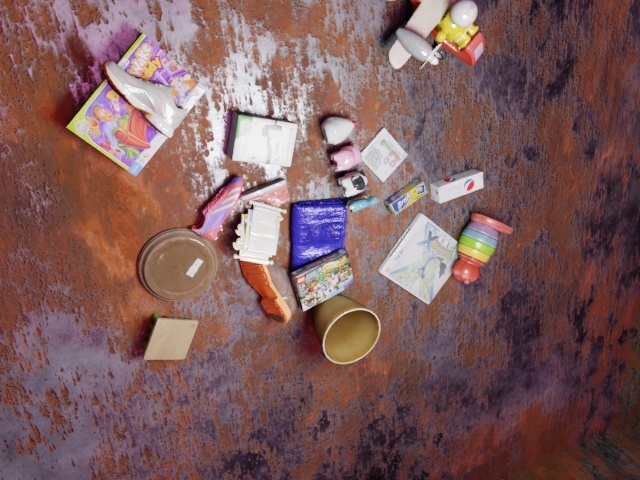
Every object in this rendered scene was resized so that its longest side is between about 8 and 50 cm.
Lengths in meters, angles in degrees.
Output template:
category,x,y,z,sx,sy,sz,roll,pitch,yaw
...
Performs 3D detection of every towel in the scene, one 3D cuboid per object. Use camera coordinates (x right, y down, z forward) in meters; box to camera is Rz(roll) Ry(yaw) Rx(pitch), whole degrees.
category,x,y,z,sx,sy,sz,roll,pitch,yaw
towel,0.000,0.000,1.925,0.227,0.076,0.308,-8,113,-22

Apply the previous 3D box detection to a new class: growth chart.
category,x,y,z,sx,sy,sz,roll,pitch,yaw
growth chart,-0.216,-0.029,1.786,0.172,0.021,0.237,20,68,-25

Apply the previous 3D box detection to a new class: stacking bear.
category,x,y,z,sx,sy,sz,roll,pitch,yaw
stacking bear,0.653,0.044,2.149,0.164,0.175,0.289,21,95,-33

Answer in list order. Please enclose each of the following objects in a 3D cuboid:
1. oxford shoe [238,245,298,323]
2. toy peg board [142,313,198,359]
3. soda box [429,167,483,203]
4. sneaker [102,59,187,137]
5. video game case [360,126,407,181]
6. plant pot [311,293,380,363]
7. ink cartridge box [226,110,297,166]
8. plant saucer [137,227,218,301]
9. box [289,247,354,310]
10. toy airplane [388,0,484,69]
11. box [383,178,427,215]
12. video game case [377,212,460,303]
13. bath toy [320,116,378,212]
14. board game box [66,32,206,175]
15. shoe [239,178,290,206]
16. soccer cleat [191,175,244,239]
category,x,y,z,sx,sy,sz,roll,pitch,yaw
oxford shoe,-0.186,0.128,1.892,0.132,0.130,0.364,-43,120,-40
toy peg board,-0.550,0.338,1.832,0.160,0.079,0.161,12,106,-43
soda box,0.558,-0.225,2.083,0.216,0.069,0.074,-20,117,-15
sneaker,-0.493,-0.421,1.447,0.121,0.099,0.262,-50,129,-8
video game case,0.237,-0.324,1.932,0.143,0.019,0.157,-48,121,1
plant pot,0.068,0.306,1.971,0.237,0.254,0.237,-10,117,-21
ink cartridge box,-0.193,-0.336,1.698,0.208,0.087,0.153,2,110,-25
plant saucer,-0.489,0.092,1.769,0.277,0.041,0.278,-9,113,-21
box,0.010,0.146,1.914,0.233,0.044,0.159,-25,123,-21
toy airplane,0.405,-0.771,1.679,0.384,0.272,0.386,-9,114,-20
box,0.337,-0.173,2.012,0.169,0.059,0.054,-35,118,-7
video game case,0.442,0.084,2.175,0.329,0.036,0.300,33,95,-31
bath toy,0.107,-0.280,1.823,0.129,0.151,0.348,-20,107,-5
board game box,-0.546,-0.402,1.523,0.233,0.078,0.347,38,92,-31
shoe,-0.192,-0.151,1.786,0.178,0.063,0.081,-23,112,-19
soccer cleat,-0.345,-0.116,1.728,0.095,0.083,0.248,26,101,-25
